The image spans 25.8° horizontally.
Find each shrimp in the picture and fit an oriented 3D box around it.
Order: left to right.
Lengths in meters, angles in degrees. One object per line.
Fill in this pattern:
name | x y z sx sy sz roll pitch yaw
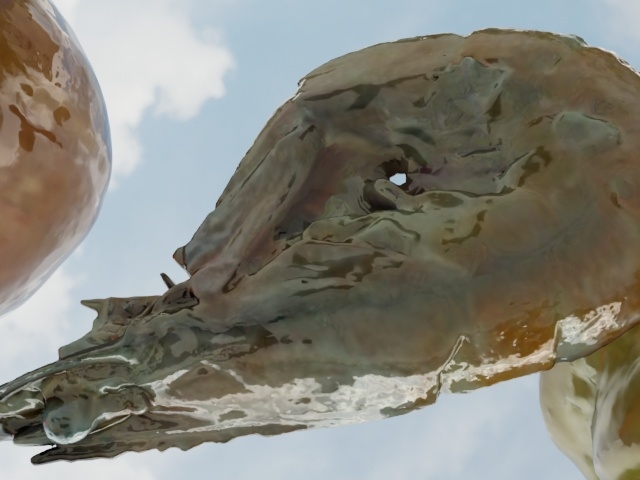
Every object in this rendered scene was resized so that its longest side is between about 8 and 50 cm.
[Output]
shrimp | 0.000 0.000 0.573 0.317 0.062 0.164 -19 -121 1

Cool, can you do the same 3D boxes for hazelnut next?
hazelnut | -0.334 -0.062 0.992 0.372 0.372 0.315 -4 -116 22

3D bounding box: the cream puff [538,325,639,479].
cream puff | 0.260 0.023 0.619 0.323 0.274 0.269 7 -98 43
